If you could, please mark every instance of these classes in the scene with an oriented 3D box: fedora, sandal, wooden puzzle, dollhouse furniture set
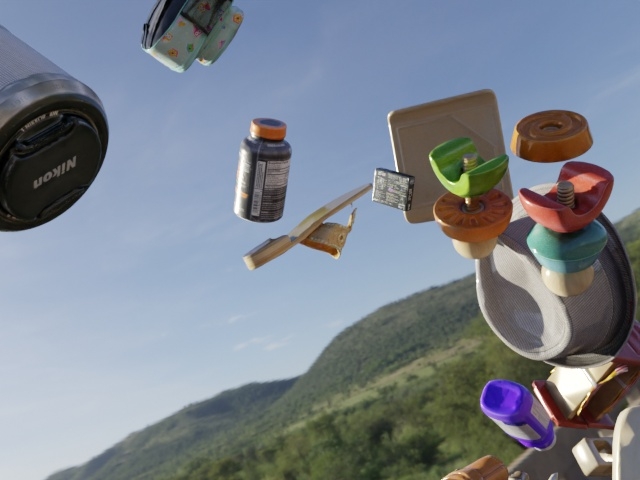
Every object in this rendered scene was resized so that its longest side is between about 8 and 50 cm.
[{"bbox_3d":[0.306,0.060,0.943,0.124,0.275,0.244,-10,-18,-36],"label":"fedora"},{"bbox_3d":[-0.003,0.000,1.028,0.240,0.079,0.088,-32,10,-23],"label":"sandal"},{"bbox_3d":[0.262,-0.165,1.342,0.221,0.238,0.044,-10,4,21],"label":"wooden puzzle"},{"bbox_3d":[0.562,0.336,1.184,0.152,0.374,0.201,8,-54,-23],"label":"dollhouse furniture set"}]

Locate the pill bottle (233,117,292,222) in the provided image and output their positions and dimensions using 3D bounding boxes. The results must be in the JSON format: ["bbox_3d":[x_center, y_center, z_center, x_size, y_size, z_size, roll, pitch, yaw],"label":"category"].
[{"bbox_3d":[-0.141,-0.178,1.654,0.131,0.130,0.245,-11,-58,-38],"label":"pill bottle"}]

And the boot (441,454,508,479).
[{"bbox_3d":[0.133,0.406,0.898,0.220,0.109,0.283,-25,-38,-33],"label":"boot"}]

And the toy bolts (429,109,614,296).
[{"bbox_3d":[0.278,-0.039,0.835,0.218,0.228,0.158,-25,-55,-14],"label":"toy bolts"}]

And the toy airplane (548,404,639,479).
[{"bbox_3d":[0.224,0.368,0.450,0.386,0.384,0.272,-39,-9,-15],"label":"toy airplane"}]

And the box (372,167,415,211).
[{"bbox_3d":[0.138,-0.098,1.264,0.083,0.067,0.018,21,25,40],"label":"box"}]

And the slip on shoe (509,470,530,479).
[{"bbox_3d":[0.373,0.452,1.245,0.052,0.041,0.135,16,-18,29],"label":"slip on shoe"}]

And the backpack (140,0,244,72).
[{"bbox_3d":[-0.246,-0.408,1.249,0.188,0.166,0.144,-49,-54,3],"label":"backpack"}]

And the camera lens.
[{"bbox_3d":[-0.431,-0.158,0.849,0.219,0.274,0.219,-49,-17,-20],"label":"camera lens"}]

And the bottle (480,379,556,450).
[{"bbox_3d":[0.479,0.420,1.563,0.118,0.092,0.283,4,-29,43],"label":"bottle"}]
